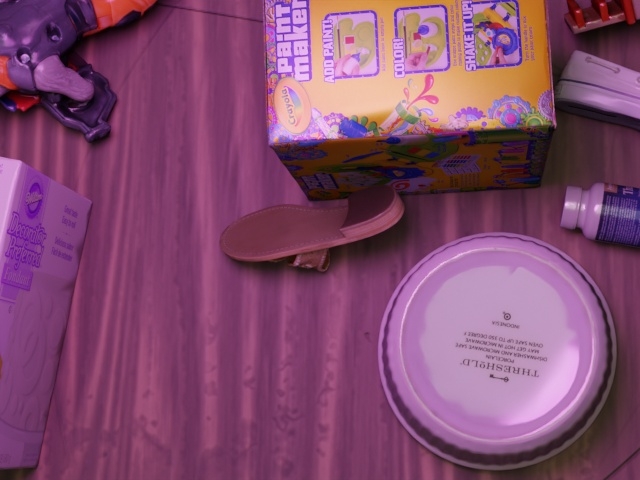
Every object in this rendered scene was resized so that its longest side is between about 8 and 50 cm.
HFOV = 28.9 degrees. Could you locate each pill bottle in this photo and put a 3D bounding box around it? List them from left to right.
[{"bbox_3d":[0.333,-0.029,1.397,0.120,0.067,0.067,10,83,9],"label":"pill bottle"}]

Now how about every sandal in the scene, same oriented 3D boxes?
[{"bbox_3d":[-0.002,0.005,1.428,0.240,0.079,0.088,-13,40,30],"label":"sandal"}]

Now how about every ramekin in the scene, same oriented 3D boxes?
[{"bbox_3d":[0.193,0.116,1.362,0.273,0.127,0.272,-1,81,7],"label":"ramekin"}]

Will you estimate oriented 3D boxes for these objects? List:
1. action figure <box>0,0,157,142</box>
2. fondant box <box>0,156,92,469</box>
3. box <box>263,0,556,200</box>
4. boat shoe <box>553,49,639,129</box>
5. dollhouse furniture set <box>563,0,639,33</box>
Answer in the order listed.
[{"bbox_3d":[-0.348,-0.301,1.479,0.341,0.178,0.330,36,78,9],"label":"action figure"},{"bbox_3d":[-0.366,0.086,1.383,0.096,0.238,0.330,8,83,9],"label":"fondant box"},{"bbox_3d":[0.099,-0.159,1.334,0.279,0.290,0.177,-4,81,6],"label":"box"},{"bbox_3d":[0.380,-0.162,1.403,0.226,0.083,0.075,18,85,11],"label":"boat shoe"},{"bbox_3d":[0.318,-0.373,1.372,0.135,0.262,0.259,-13,111,7],"label":"dollhouse furniture set"}]
